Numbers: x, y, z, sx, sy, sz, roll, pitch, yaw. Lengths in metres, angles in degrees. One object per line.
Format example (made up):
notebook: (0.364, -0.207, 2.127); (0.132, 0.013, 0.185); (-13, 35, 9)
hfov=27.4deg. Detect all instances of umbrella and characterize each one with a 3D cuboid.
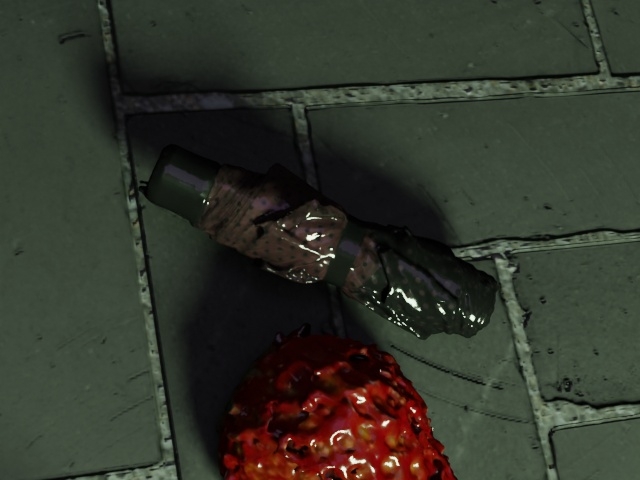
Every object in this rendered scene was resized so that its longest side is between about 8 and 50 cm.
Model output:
umbrella: (0.000, 0.000, 1.139); (0.326, 0.094, 0.090); (24, 108, -7)

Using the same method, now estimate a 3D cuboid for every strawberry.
strawberry: (0.036, 0.173, 1.064); (0.236, 0.111, 0.190); (40, 62, 2)
